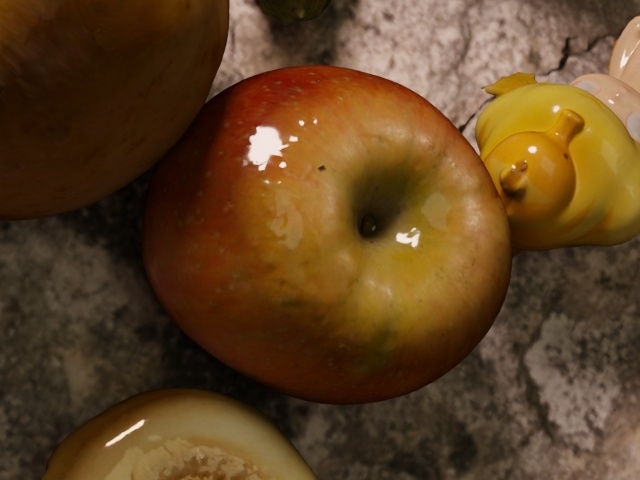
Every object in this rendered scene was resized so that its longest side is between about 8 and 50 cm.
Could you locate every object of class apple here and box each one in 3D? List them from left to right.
[{"bbox_3d":[0.000,0.000,1.190,0.235,0.173,0.210,40,63,-20],"label":"apple"}]

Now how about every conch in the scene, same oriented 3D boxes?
[{"bbox_3d":[-0.013,-0.195,1.269,0.121,0.074,0.089,-34,130,-44],"label":"conch"}]

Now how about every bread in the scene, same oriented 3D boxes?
[{"bbox_3d":[-0.086,0.198,1.149,0.213,0.105,0.213,3,83,-21],"label":"bread"}]

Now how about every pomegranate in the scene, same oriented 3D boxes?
[{"bbox_3d":[-0.196,-0.147,1.088,0.307,0.307,0.307,4,78,-21],"label":"pomegranate"}]

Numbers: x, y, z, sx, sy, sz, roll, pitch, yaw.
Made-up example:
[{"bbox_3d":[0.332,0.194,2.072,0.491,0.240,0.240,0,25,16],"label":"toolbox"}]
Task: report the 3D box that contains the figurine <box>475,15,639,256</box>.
[{"bbox_3d":[0.194,-0.076,1.309,0.246,0.131,0.156,-39,61,-22],"label":"figurine"}]
